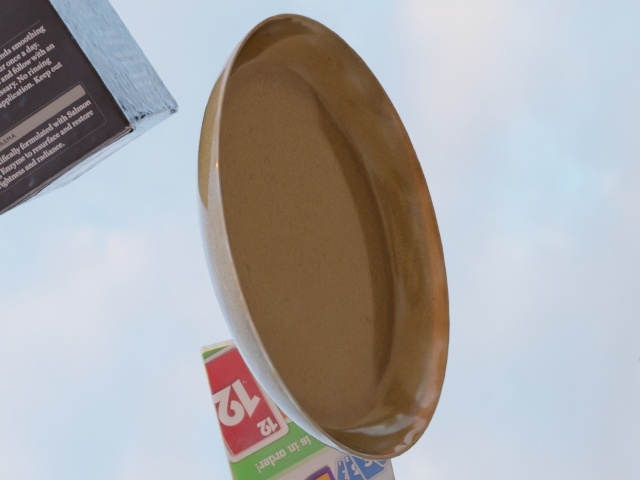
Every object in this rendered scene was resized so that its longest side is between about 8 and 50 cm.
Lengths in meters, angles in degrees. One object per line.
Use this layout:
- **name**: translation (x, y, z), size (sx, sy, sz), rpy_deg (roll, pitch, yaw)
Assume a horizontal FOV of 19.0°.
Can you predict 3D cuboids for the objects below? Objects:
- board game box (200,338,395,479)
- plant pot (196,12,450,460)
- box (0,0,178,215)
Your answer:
- **board game box**: translation (-0.003, 0.194, 1.487), size (0.124, 0.039, 0.259), rpy_deg (-14, -84, -3)
- **plant pot**: translation (0.000, 0.000, 0.997), size (0.236, 0.032, 0.236), rpy_deg (36, -134, -50)
- **box**: translation (-0.167, -0.108, 1.050), size (0.158, 0.093, 0.156), rpy_deg (57, -172, -3)
